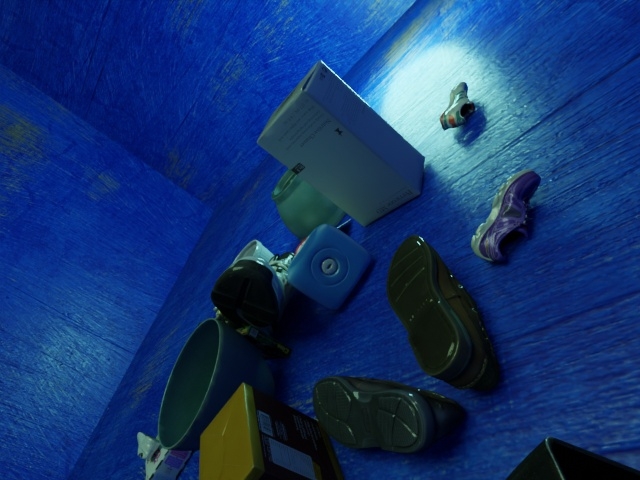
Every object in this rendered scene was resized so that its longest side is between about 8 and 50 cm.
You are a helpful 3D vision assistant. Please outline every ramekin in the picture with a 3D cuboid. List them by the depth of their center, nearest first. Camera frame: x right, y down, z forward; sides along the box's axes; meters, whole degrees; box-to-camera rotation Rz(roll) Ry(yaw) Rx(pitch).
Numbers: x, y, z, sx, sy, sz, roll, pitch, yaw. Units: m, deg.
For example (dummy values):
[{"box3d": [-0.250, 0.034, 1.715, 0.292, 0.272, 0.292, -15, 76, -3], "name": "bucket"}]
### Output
[{"box3d": [-0.260, 0.111, 1.553, 0.207, 0.109, 0.207, -44, 23, 24], "name": "ramekin"}]

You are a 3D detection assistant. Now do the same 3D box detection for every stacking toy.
[{"box3d": [0.000, 0.057, 1.098, 0.175, 0.166, 0.302, -56, 7, -3], "name": "stacking toy"}]

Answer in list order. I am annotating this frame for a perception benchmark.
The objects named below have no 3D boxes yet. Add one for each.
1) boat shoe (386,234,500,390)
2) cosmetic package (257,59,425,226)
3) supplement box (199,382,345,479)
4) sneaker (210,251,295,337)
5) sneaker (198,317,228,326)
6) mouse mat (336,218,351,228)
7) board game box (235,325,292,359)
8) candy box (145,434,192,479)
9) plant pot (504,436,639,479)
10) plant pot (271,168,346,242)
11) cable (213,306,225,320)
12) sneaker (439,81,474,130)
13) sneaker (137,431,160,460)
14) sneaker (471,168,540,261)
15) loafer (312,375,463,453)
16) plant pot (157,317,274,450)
[{"box3d": [0.189, 0.110, 0.662, 0.110, 0.105, 0.307, -52, 21, 29], "name": "boat shoe"}, {"box3d": [0.062, -0.231, 1.050, 0.217, 0.385, 0.156, -34, 27, 44], "name": "cosmetic package"}, {"box3d": [-0.080, 0.376, 0.668, 0.129, 0.194, 0.191, -52, 22, 4], "name": "supplement box"}, {"box3d": [-0.148, 0.098, 1.076, 0.447, 0.169, 0.257, 104, -172, -59], "name": "sneaker"}, {"box3d": [-0.329, 0.301, 1.352, 0.293, 0.146, 0.102, -48, 22, 14], "name": "sneaker"}, {"box3d": [0.000, 0.000, 1.236, 0.190, 0.007, 0.153, -37, -3, 37], "name": "mouse mat"}, {"box3d": [-0.201, 0.290, 1.126, 0.260, 0.136, 0.030, -26, 33, 50], "name": "board game box"}, {"box3d": [-0.434, 0.601, 1.211, 0.196, 0.070, 0.165, -58, 22, -12], "name": "candy box"}, {"box3d": [0.201, 0.287, 0.279, 0.167, 0.188, 0.188, -57, 18, 29], "name": "plant pot"}, {"box3d": [-0.043, -0.157, 1.403, 0.293, 0.196, 0.293, -43, 24, 24], "name": "plant pot"}, {"box3d": [-0.237, 0.158, 1.292, 0.139, 0.072, 0.287, -58, -4, 21], "name": "cable"}, {"box3d": [0.374, -0.356, 1.068, 0.075, 0.057, 0.161, 4, 57, 46], "name": "sneaker"}, {"box3d": [-0.523, 0.611, 1.211, 0.152, 0.054, 0.061, -23, 39, 54], "name": "sneaker"}, {"box3d": [0.325, -0.037, 0.681, 0.071, 0.068, 0.169, 29, 92, 53], "name": "sneaker"}, {"box3d": [0.092, 0.274, 0.654, 0.303, 0.095, 0.109, -25, 65, 58], "name": "loafer"}, {"box3d": [-0.227, 0.355, 0.972, 0.290, 0.196, 0.290, -40, 35, 35], "name": "plant pot"}]
